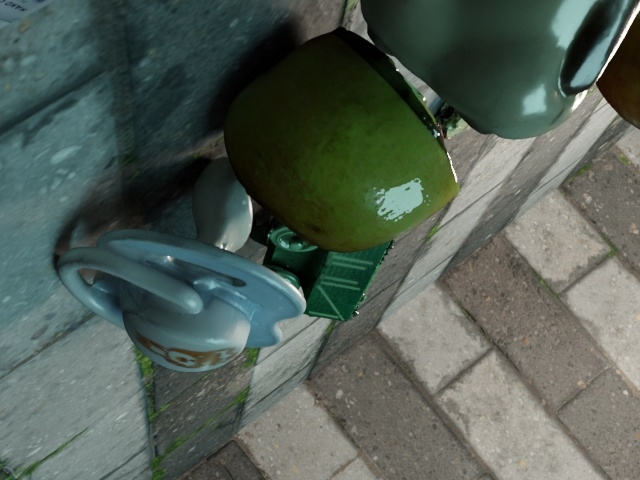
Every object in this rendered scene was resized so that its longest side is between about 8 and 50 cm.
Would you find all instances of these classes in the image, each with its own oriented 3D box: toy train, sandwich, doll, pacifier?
[{"bbox_3d":[0.000,0.000,1.307,0.269,0.154,0.115,114,-16,-52],"label":"toy train"},{"bbox_3d":[0.201,-0.186,1.545,0.105,0.036,0.093,-43,169,24],"label":"sandwich"},{"bbox_3d":[0.187,-0.242,0.876,0.226,0.215,0.370,-29,161,-42],"label":"doll"},{"bbox_3d":[-0.121,0.009,1.046,0.279,0.227,0.207,126,-15,-68],"label":"pacifier"}]

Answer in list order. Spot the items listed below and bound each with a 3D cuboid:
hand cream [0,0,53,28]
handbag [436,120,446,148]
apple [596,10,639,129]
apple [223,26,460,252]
[{"bbox_3d":[-0.142,-0.158,0.589,0.142,0.053,0.084,-32,171,13],"label":"hand cream"},{"bbox_3d":[0.082,-0.085,1.469,0.203,0.074,0.216,-41,168,1],"label":"handbag"},{"bbox_3d":[0.548,-0.289,1.631,0.301,0.301,0.301,-38,168,-9],"label":"apple"},{"bbox_3d":[0.019,-0.081,0.986,0.174,0.188,0.207,-30,176,-41],"label":"apple"}]
